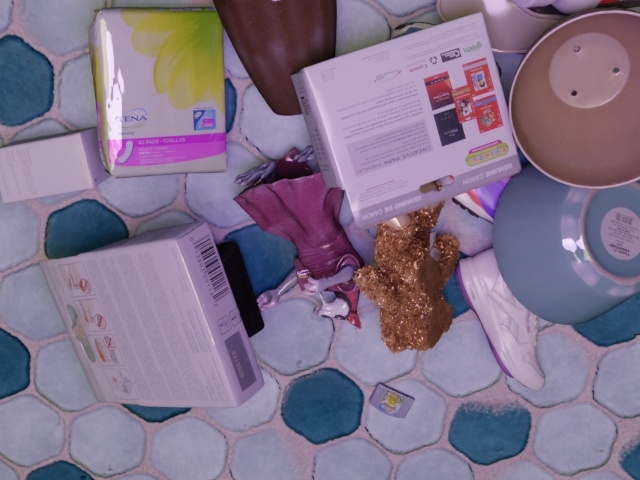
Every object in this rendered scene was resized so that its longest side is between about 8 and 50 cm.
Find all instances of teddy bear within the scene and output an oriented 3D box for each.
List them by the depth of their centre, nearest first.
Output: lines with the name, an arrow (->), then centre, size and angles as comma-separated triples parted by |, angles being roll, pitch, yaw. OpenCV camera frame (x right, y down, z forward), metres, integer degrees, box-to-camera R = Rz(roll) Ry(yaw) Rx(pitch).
teddy bear -> 0.155, 0.040, 1.501 | 0.113, 0.245, 0.338 | 16, 145, 36

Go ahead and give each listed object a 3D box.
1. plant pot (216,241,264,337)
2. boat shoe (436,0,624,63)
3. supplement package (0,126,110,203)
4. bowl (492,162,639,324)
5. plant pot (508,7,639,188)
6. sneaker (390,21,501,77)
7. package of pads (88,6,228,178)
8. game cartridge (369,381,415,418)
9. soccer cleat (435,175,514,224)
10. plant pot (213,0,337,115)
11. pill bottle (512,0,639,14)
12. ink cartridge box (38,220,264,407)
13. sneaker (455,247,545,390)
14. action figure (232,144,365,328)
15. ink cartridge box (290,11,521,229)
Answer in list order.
plant pot -> -0.242, 0.131, 1.578 | 0.187, 0.167, 0.188 | -11, 106, 22
boat shoe -> 0.369, -0.385, 1.476 | 0.335, 0.095, 0.112 | 14, 118, 4
supplement package -> -0.505, -0.143, 1.568 | 0.179, 0.105, 0.105 | -9, 104, 6
bowl -> 0.474, -0.011, 1.456 | 0.311, 0.163, 0.312 | 3, 83, -20
plant pot -> 0.450, -0.251, 1.365 | 0.284, 0.191, 0.284 | 5, 117, 9
sneaker -> 0.218, -0.317, 1.485 | 0.211, 0.080, 0.081 | 26, 75, -2
package of pads -> -0.289, -0.264, 1.490 | 0.229, 0.101, 0.297 | -6, 106, -21
game cartridge -> 0.145, 0.331, 1.714 | 0.083, 0.017, 0.056 | 24, 109, -4
soccer cleat -> 0.363, -0.063, 1.548 | 0.318, 0.108, 0.116 | 35, 105, -4
plant pot -> -0.058, -0.344, 1.455 | 0.215, 0.215, 0.231 | -11, 119, 6
pill bottle -> 0.465, -0.461, 1.350 | 0.318, 0.176, 0.176 | -11, 105, -13
ink cartridge box -> -0.307, 0.142, 1.485 | 0.384, 0.091, 0.308 | -7, 108, 38
sneaker -> 0.380, 0.150, 1.599 | 0.152, 0.114, 0.305 | -26, 103, 11
action figure -> 0.000, 0.000, 1.576 | 0.275, 0.248, 0.370 | -41, 115, -27
ink cartridge box -> 0.143, -0.195, 1.381 | 0.309, 0.130, 0.272 | -19, 99, -9
